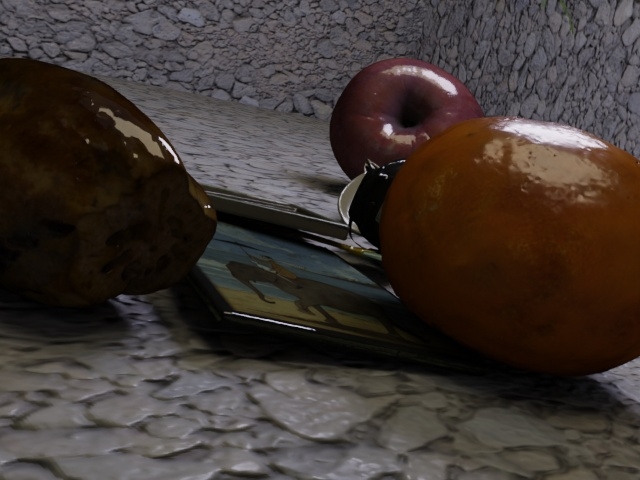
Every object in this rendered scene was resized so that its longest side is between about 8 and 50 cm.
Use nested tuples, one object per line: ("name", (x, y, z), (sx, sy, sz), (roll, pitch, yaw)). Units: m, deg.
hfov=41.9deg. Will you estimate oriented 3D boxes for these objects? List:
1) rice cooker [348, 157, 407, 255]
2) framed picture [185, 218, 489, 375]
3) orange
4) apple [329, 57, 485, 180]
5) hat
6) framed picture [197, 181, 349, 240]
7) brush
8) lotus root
("rice cooker", (0.132, -0.032, 1.095), (0.203, 0.142, 0.118), (8, 24, -37))
("framed picture", (-0.031, 0.036, 0.819), (0.265, 0.016, 0.347), (15, 10, -27))
("orange", (0.197, 0.002, 0.785), (0.284, 0.226, 0.284), (17, 11, -3))
("apple", (0.169, -0.205, 1.623), (0.306, 0.305, 0.235), (16, -13, 5))
("hat", (0.109, -0.035, 1.309), (0.166, 0.144, 0.173), (22, 57, 28))
("framed picture", (-0.158, -0.060, 1.050), (0.335, 0.022, 0.247), (13, 4, -19))
("brush", (0.000, 0.000, 1.022), (0.218, 0.010, 0.082), (16, 2, 17))
("lotus root", (-0.225, -0.042, 0.666), (0.291, 0.193, 0.193), (27, 16, 35))
